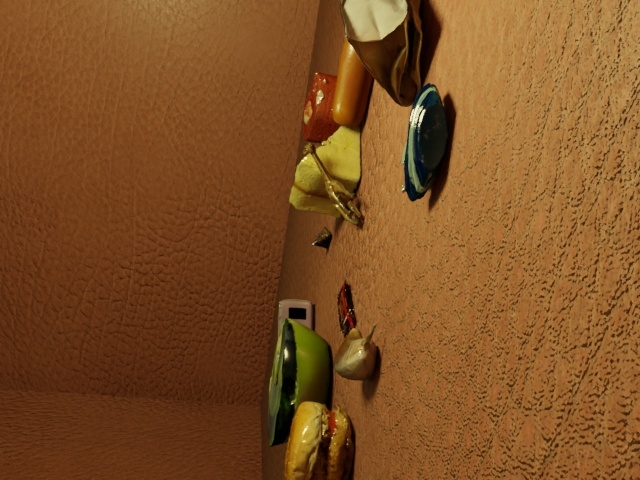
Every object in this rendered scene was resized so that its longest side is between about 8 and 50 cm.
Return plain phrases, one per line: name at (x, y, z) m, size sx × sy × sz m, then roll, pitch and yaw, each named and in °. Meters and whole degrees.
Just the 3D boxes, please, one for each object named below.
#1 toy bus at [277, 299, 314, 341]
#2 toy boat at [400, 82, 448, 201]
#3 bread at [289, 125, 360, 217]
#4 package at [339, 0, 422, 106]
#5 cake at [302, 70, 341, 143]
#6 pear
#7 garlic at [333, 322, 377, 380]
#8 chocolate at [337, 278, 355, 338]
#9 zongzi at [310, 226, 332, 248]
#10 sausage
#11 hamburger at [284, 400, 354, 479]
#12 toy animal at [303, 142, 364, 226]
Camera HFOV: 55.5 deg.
toy bus at (-0.095, 0.324, 2.352) m, size 0.142 × 0.141 × 0.203 m, roll 100°, pitch 171°, yaw -57°
toy boat at (0.182, -0.189, 1.208) m, size 0.291 × 0.066 × 0.221 m, roll -136°, pitch 52°, yaw -82°
bread at (0.015, -0.238, 1.924) m, size 0.263 × 0.198 × 0.236 m, roll 115°, pitch 166°, yaw -60°
package at (0.165, -0.479, 1.338) m, size 0.165 × 0.221 × 0.311 m, roll -32°, pitch 35°, yaw 25°
cake at (0.021, -0.446, 2.117) m, size 0.283 × 0.150 × 0.177 m, roll 119°, pitch 160°, yaw -56°
pear at (-0.061, 0.453, 1.946) m, size 0.399 × 0.165 × 0.400 m, roll -173°, pitch 90°, yaw -81°
garlic at (0.088, 0.261, 1.417) m, size 0.198 × 0.090 × 0.129 m, roll 112°, pitch 175°, yaw -75°
chocolate at (0.074, 0.194, 1.727) m, size 0.183 × 0.028 × 0.086 m, roll -98°, pitch 24°, yaw -54°
zongzi at (0.000, 0.000, 2.185) m, size 0.067 × 0.073 × 0.083 m, roll -129°, pitch 42°, yaw -51°
sausage at (0.098, -0.467, 1.779) m, size 0.105 × 0.105 × 0.275 m, roll -103°, pitch 22°, yaw -64°
hamburger at (-0.009, 0.535, 1.572) m, size 0.244 × 0.162 × 0.245 m, roll -175°, pitch 90°, yaw -82°
toy animal at (0.039, -0.155, 1.723) m, size 0.276 × 0.054 × 0.149 m, roll 57°, pitch 173°, yaw 22°
